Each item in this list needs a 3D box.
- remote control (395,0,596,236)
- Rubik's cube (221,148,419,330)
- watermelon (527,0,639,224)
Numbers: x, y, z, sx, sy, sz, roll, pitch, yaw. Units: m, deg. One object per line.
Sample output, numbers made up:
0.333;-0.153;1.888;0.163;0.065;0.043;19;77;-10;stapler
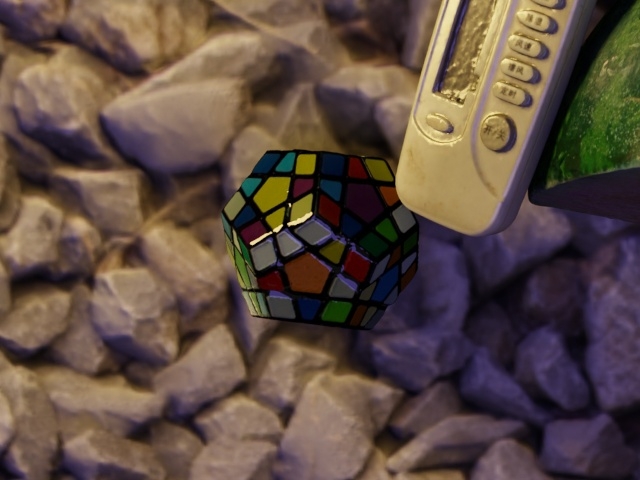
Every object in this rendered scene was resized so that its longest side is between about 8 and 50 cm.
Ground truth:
0.114;-0.118;1.014;0.090;0.049;0.230;26;107;32;remote control
0.000;0.000;1.074;0.112;0.133;0.133;35;116;21;Rubik's cube
0.298;-0.120;0.964;0.292;0.319;0.222;11;80;-2;watermelon
